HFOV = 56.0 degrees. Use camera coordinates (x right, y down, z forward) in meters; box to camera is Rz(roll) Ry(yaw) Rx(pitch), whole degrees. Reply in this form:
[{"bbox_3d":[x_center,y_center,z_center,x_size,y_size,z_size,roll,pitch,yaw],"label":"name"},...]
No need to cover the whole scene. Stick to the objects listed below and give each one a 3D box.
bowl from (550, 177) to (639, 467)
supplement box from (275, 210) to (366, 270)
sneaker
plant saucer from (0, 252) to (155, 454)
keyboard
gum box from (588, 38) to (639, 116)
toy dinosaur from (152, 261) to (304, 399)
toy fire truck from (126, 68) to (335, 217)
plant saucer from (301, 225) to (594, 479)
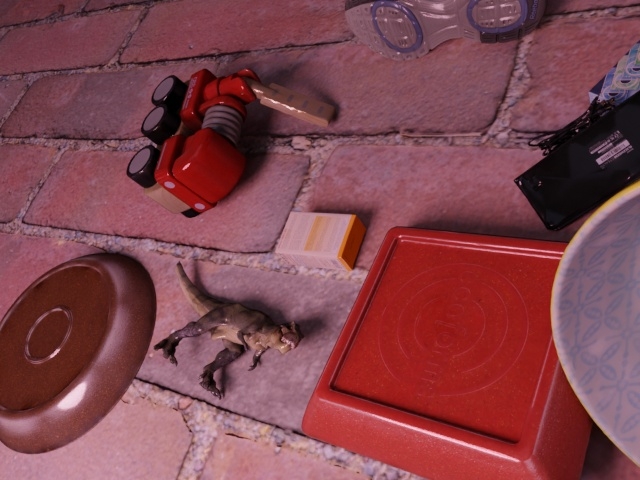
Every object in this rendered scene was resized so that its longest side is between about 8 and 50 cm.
[{"bbox_3d":[0.327,0.049,0.411,0.289,0.290,0.156,20,40,38],"label":"bowl"},{"bbox_3d":[0.000,0.000,0.753,0.098,0.036,0.062,5,62,32],"label":"supplement box"},{"bbox_3d":[0.175,-0.336,0.855,0.297,0.111,0.129,7,47,29],"label":"sneaker"},{"bbox_3d":[-0.378,0.143,0.869,0.310,0.050,0.311,-15,53,20],"label":"plant saucer"},{"bbox_3d":[0.299,-0.098,0.627,0.192,0.038,0.100,-37,67,24],"label":"keyboard"},{"bbox_3d":[0.409,-0.164,0.624,0.157,0.041,0.184,-46,49,-4],"label":"gum box"},{"bbox_3d":[-0.129,0.114,0.739,0.268,0.064,0.118,20,64,40],"label":"toy dinosaur"},{"bbox_3d":[-0.125,-0.156,0.879,0.246,0.158,0.217,-16,51,33],"label":"toy fire truck"},{"bbox_3d":[0.125,0.088,0.566,0.259,0.048,0.259,8,58,35],"label":"plant saucer"}]
